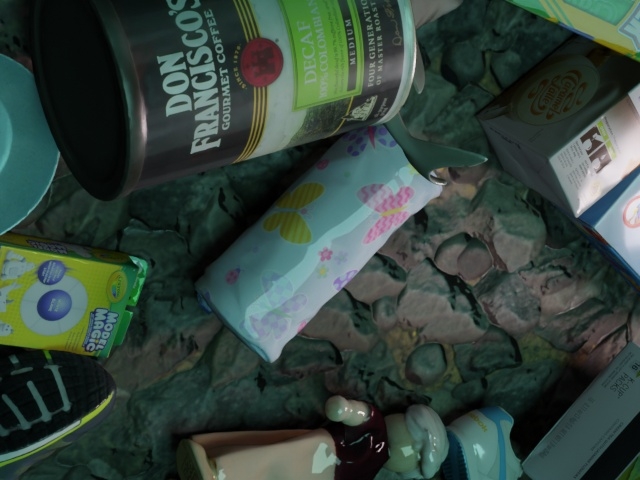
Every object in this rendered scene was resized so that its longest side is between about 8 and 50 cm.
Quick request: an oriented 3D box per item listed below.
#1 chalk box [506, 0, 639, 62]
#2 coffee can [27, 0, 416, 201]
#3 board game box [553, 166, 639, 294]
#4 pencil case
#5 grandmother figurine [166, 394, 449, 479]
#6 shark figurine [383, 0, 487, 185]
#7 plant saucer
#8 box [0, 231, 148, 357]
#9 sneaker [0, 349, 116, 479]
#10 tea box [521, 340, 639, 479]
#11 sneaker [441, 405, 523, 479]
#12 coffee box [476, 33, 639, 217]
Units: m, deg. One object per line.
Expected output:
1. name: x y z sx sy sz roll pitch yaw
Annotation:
1. chalk box: 0.285 -0.285 1.350 0.289 0.179 0.180 19 103 -19
2. coffee can: -0.086 -0.166 1.191 0.275 0.201 0.201 -18 122 -28
3. board game box: 0.475 -0.067 1.674 0.308 0.086 0.302 -49 127 0
4. pencil case: 0.000 0.000 1.417 0.273 0.113 0.124 -46 136 -2
5. grandmother figurine: 0.002 0.245 1.561 0.343 0.104 0.207 -5 144 -31
6. shark figurine: 0.082 -0.189 1.296 0.166 0.278 0.116 23 139 -22
7. plant saucer: -0.331 -0.086 1.229 0.195 0.037 0.194 -13 119 -24
8. box: -0.256 0.055 1.343 0.179 0.043 0.105 10 109 -35
9. sneaker: -0.329 0.211 1.344 0.300 0.111 0.121 -29 146 0
10. tea box: 0.479 0.347 1.706 0.220 0.323 0.329 -49 138 -1
11. sneaker: 0.209 0.308 1.714 0.092 0.087 0.228 -27 128 -22
12. coffee box: 0.315 -0.156 1.501 0.246 0.141 0.098 -39 128 -7
